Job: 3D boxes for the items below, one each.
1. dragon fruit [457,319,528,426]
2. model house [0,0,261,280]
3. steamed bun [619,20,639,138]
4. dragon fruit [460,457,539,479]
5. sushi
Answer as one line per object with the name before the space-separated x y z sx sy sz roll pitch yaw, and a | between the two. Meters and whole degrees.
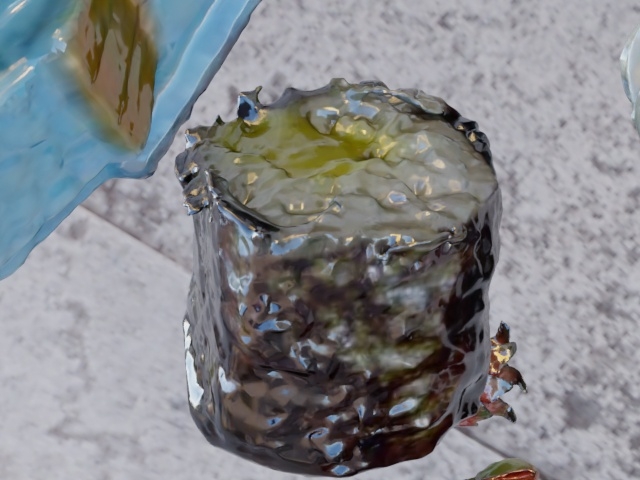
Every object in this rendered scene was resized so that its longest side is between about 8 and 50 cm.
dragon fruit | 0.172 0.165 1.790 0.142 0.130 0.121 -8 35 -7
model house | -0.133 -0.149 0.553 0.241 0.226 0.261 -38 57 -11
steamed bun | 0.448 -0.126 1.261 0.310 0.324 0.219 57 151 4
dragon fruit | 0.155 0.304 1.305 0.224 0.227 0.224 -2 87 48
sushi | 0.020 0.030 1.332 0.299 0.294 0.281 -16 36 -22
